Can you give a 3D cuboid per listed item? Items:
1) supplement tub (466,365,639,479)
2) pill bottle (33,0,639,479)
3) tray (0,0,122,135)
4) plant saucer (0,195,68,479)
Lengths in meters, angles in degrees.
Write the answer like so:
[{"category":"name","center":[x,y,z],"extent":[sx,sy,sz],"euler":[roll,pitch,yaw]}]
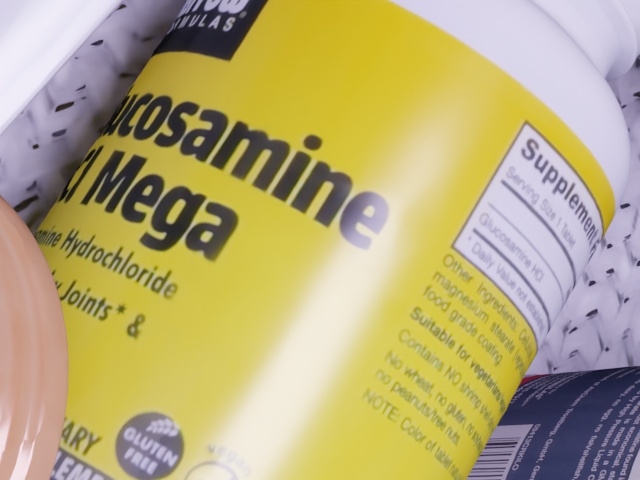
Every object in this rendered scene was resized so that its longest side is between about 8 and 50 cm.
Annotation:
[{"category":"supplement tub","center":[0.175,0.143,0.697],"extent":[0.191,0.272,0.191],"euler":[7,79,-39]},{"category":"pill bottle","center":[0.000,0.000,0.653],"extent":[0.188,0.188,0.334],"euler":[38,75,-26]},{"category":"tray","center":[-0.158,-0.147,0.585],"extent":[0.145,0.030,0.270],"euler":[-51,142,-13]},{"category":"plant saucer","center":[-0.180,0.053,0.560],"extent":[0.200,0.200,0.037],"euler":[-62,154,-11]}]
